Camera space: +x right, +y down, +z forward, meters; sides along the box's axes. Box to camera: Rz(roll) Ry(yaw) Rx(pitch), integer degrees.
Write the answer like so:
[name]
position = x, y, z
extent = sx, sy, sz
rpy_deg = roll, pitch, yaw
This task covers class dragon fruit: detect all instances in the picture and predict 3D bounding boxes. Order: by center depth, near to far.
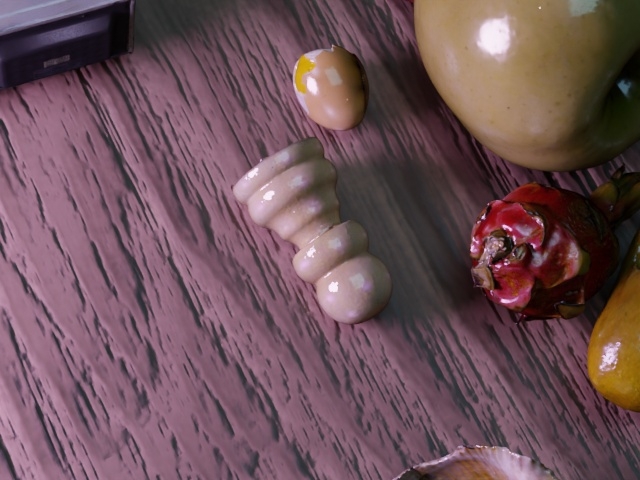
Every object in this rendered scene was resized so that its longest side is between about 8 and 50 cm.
[dragon fruit]
position = 0.234, -0.008, 1.217
extent = 0.246, 0.125, 0.125
rpy_deg = -34, 68, -32

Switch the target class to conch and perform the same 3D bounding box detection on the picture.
[conch]
position = 0.114, 0.249, 1.078
extent = 0.155, 0.207, 0.130
rpy_deg = 47, 24, 16

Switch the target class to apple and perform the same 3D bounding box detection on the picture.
[apple]
position = 0.219, -0.192, 1.221
extent = 0.262, 0.262, 0.262
rpy_deg = 3, 68, -8

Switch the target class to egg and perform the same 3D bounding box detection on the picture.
[egg]
position = 0.012, -0.144, 1.258
extent = 0.071, 0.071, 0.083
rpy_deg = -13, 77, -14

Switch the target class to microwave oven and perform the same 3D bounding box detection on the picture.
[microwave oven]
position = -0.291, -0.225, 1.209
extent = 0.205, 0.129, 0.163
rpy_deg = -18, 74, -15

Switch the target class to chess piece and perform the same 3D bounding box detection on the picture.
[chess piece]
position = 0.000, 0.000, 1.197
extent = 0.094, 0.094, 0.170
rpy_deg = -29, 84, -19

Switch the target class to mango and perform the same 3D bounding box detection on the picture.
[mango]
position = 0.343, 0.053, 1.195
extent = 0.167, 0.130, 0.262
rpy_deg = 46, 69, -18

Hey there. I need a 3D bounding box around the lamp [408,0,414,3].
[lamp]
position = 0.109, -0.288, 1.323
extent = 0.101, 0.090, 0.101
rpy_deg = 0, 92, 16
